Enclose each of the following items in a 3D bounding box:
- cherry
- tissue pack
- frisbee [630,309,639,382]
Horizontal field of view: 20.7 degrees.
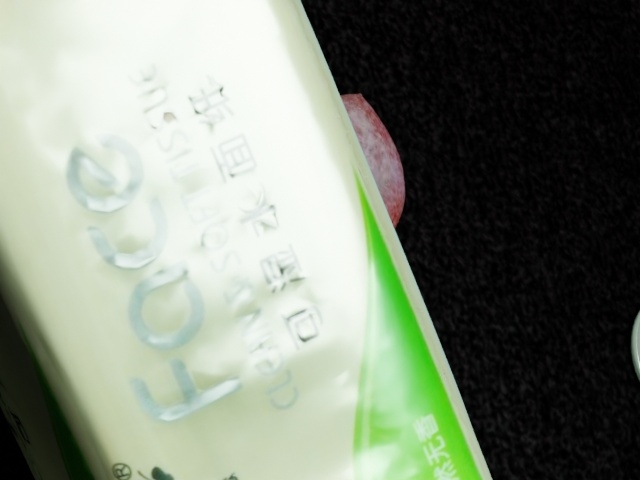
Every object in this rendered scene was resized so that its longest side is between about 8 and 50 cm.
[{"bbox_3d":[0.000,0.000,1.245,0.107,0.090,0.225,26,68,-39],"label":"cherry"},{"bbox_3d":[-0.101,-0.004,0.953,0.205,0.332,0.405,-25,102,-14],"label":"tissue pack"},{"bbox_3d":[0.299,0.097,1.461,0.110,0.014,0.110,12,68,-31],"label":"frisbee"}]
